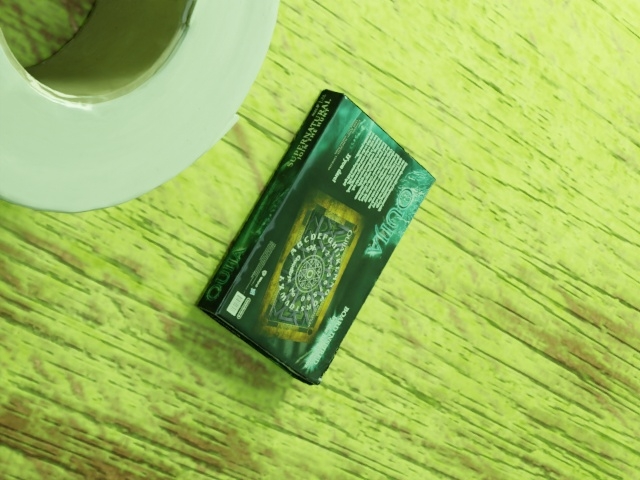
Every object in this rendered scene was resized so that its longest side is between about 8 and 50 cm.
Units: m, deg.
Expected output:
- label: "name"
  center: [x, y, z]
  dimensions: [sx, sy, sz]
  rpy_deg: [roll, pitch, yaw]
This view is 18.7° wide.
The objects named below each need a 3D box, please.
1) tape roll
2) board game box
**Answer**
- label: "tape roll"
  center: [-0.160, -0.162, 1.175]
  dimensions: [0.286, 0.100, 0.286]
  rpy_deg: [-14, 112, -38]
- label: "board game box"
  center: [0.000, 0.000, 1.420]
  dimensions: [0.126, 0.026, 0.186]
  rpy_deg: [40, 76, -42]
